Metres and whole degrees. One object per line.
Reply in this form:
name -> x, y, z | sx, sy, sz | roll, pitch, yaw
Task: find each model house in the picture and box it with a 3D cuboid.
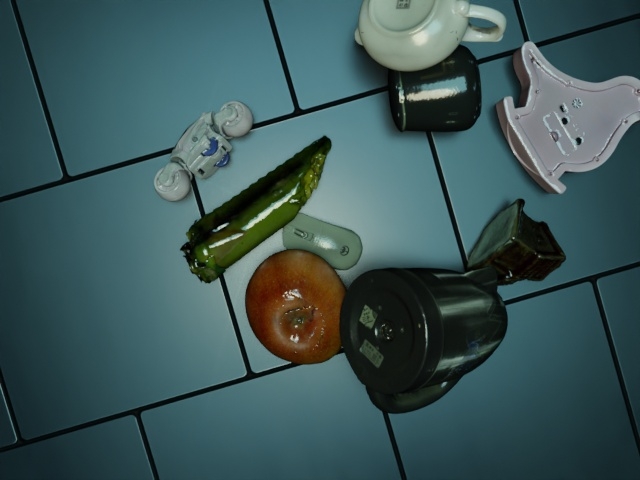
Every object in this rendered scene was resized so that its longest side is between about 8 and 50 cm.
model house -> 0.406, 0.029, 1.576 | 0.152, 0.106, 0.165 | 34, 127, -13

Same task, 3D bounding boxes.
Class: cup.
cup -> 0.221, -0.320, 1.528 | 0.177, 0.169, 0.223 | -8, 77, 7

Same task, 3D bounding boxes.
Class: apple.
apple -> -0.042, 0.137, 1.516 | 0.235, 0.173, 0.210 | 44, 99, -7

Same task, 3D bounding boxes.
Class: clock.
clock -> 0.499, -0.283, 1.568 | 0.275, 0.080, 0.290 | -35, 93, 0

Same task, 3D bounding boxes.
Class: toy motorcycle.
toy motorcycle -> -0.244, -0.188, 1.557 | 0.112, 0.112, 0.254 | 45, 90, -2

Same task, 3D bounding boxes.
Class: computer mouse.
computer mouse -> 0.000, 0.000, 1.580 | 0.182, 0.056, 0.089 | 21, 87, -1

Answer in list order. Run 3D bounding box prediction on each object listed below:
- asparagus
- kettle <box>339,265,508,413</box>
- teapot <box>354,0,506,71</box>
asparagus -> -0.112, -0.065, 1.546 | 0.382, 0.128, 0.108 | -36, 128, -1
kettle -> 0.218, 0.198, 1.493 | 0.324, 0.228, 0.321 | -2, 115, -41
teapot -> 0.194, -0.409, 1.435 | 0.300, 0.166, 0.208 | 12, 70, 16
